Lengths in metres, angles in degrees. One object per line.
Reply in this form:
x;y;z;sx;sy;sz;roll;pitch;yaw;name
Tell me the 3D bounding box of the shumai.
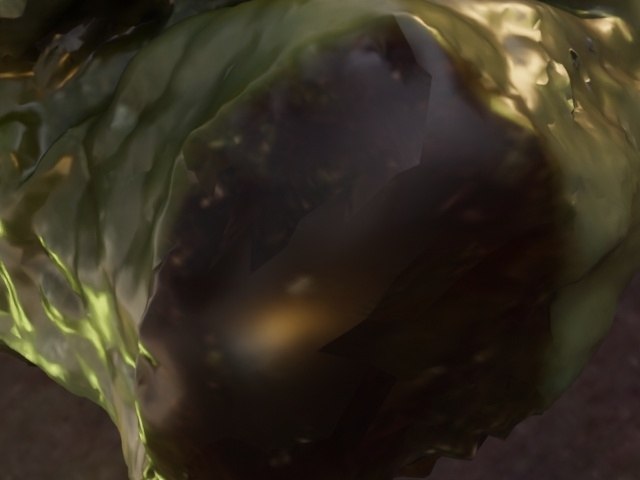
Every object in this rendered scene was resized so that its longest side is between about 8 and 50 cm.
0.000;0.000;0.609;0.309;0.304;0.263;-30;44;6;shumai
